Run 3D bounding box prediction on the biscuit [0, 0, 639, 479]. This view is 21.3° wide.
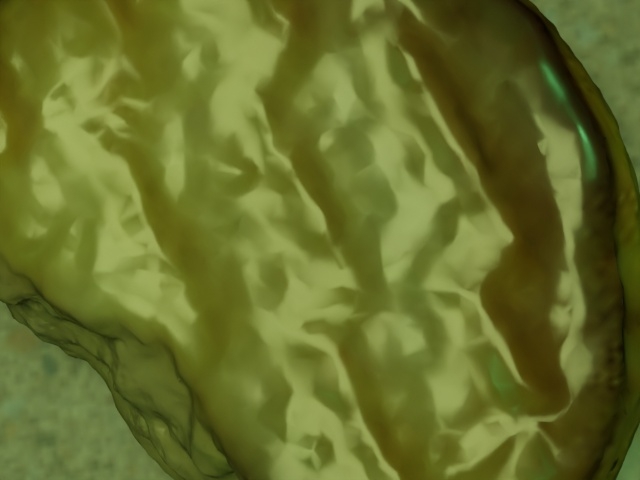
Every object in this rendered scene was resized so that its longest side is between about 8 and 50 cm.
[{"bbox_3d":[0.000,0.000,0.585,0.213,0.091,0.274,-43,73,6],"label":"biscuit"}]
